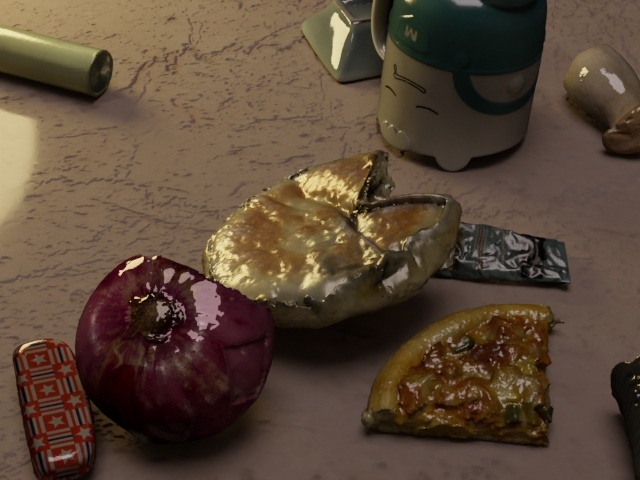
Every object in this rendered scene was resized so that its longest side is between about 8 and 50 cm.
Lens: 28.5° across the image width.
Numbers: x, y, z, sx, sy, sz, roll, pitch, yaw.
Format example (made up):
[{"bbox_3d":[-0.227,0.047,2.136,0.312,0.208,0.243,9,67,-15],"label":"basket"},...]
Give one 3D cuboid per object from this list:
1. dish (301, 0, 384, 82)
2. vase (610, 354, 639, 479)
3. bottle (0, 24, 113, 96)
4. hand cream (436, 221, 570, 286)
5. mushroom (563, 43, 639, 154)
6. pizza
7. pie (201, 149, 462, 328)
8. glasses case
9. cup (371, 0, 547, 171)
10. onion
[{"bbox_3d":[0.108,-0.341,1.977,0.243,0.080,0.182,-12,41,-16],"label":"dish"},{"bbox_3d":[0.347,0.233,1.271,0.115,0.115,0.237,6,45,6],"label":"vase"},{"bbox_3d":[-0.414,-0.271,1.885,0.201,0.072,0.072,15,42,17],"label":"bottle"},{"bbox_3d":[0.186,0.016,1.579,0.247,0.052,0.075,8,62,0],"label":"hand cream"},{"bbox_3d":[0.417,-0.208,1.815,0.097,0.088,0.213,-14,47,-4],"label":"mushroom"},{"bbox_3d":[0.179,0.152,1.394,0.292,0.058,0.197,-23,46,-26],"label":"pizza"},{"bbox_3d":[0.000,0.000,1.512,0.337,0.075,0.337,-15,30,9],"label":"pie"},{"bbox_3d":[-0.283,0.182,1.353,0.073,0.049,0.194,-10,41,-14],"label":"glasses case"},{"bbox_3d":[0.178,-0.278,1.769,0.219,0.258,0.289,-20,43,-31],"label":"cup"},{"bbox_3d":[-0.162,0.123,1.338,0.207,0.201,0.201,32,42,-5],"label":"onion"}]
